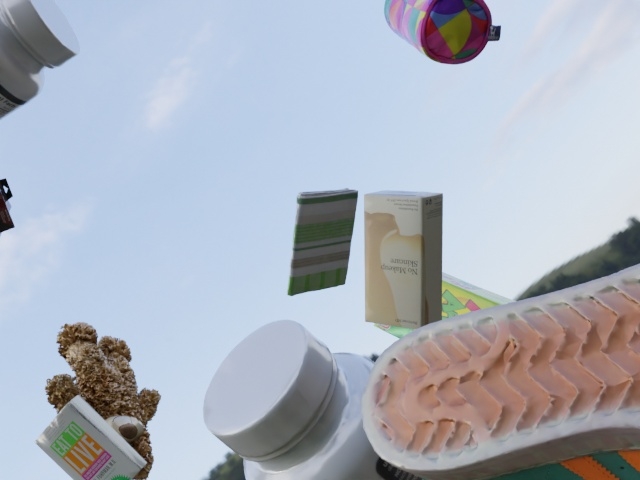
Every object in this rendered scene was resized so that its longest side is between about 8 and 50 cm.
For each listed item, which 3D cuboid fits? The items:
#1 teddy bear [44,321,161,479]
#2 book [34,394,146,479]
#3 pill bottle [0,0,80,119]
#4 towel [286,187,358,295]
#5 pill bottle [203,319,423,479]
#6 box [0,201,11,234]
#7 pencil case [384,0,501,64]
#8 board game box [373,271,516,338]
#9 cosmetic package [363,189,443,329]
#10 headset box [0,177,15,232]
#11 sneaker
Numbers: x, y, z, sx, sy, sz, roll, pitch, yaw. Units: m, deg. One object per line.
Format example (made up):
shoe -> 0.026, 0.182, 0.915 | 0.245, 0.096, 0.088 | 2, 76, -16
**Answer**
teddy bear -> -0.389, 0.283, 1.526 | 0.113, 0.338, 0.245 | -35, -61, 11
book -> -0.340, 0.313, 1.225 | 0.096, 0.144, 0.035 | -48, -1, 16
pill bottle -> -0.323, -0.162, 0.772 | 0.180, 0.108, 0.108 | -30, -22, 7
towel -> 0.000, 0.000, 1.194 | 0.113, 0.023, 0.151 | -7, -67, -40
pill bottle -> 0.036, 0.225, 0.839 | 0.176, 0.176, 0.318 | -44, -63, -1
box -> -0.561, 0.024, 1.172 | 0.201, 0.293, 0.057 | -22, -63, 0
pencil case -> 0.153, -0.298, 1.096 | 0.104, 0.104, 0.236 | -49, 21, 10
board game box -> 0.153, 0.092, 1.006 | 0.043, 0.181, 0.092 | 2, -74, -45
cosmetic package -> 0.071, 0.015, 0.718 | 0.041, 0.060, 0.115 | -14, -76, -55
headset box -> -0.305, -0.029, 0.707 | 0.083, 0.032, 0.062 | -25, -42, -21
sneaker -> 0.176, 0.077, 0.407 | 0.302, 0.108, 0.121 | -13, -33, 35
